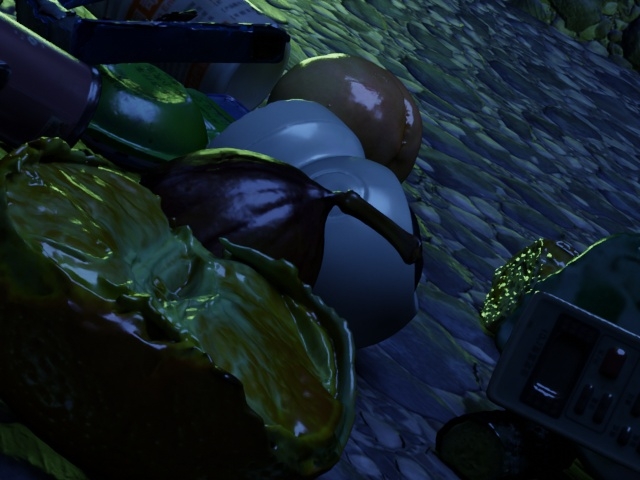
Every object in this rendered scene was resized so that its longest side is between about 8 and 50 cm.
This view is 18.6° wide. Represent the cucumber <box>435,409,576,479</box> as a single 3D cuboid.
[{"bbox_3d":[0.193,0.190,1.905,0.078,0.062,0.211,40,20,23],"label":"cucumber"}]

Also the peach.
[{"bbox_3d":[0.028,-0.126,2.265,0.184,0.184,0.184,29,19,-11],"label":"peach"}]

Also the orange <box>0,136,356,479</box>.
[{"bbox_3d":[-0.126,0.073,1.494,0.334,0.196,0.262,27,34,-4],"label":"orange"}]

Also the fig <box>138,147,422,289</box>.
[{"bbox_3d":[-0.059,-0.010,1.714,0.186,0.249,0.204,55,10,-9],"label":"fig"}]

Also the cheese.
[{"bbox_3d":[-0.171,-0.135,2.106,0.204,0.083,0.320,41,23,30],"label":"cheese"}]

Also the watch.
[{"bbox_3d":[-0.193,-0.265,2.109,0.274,0.068,0.276,-4,29,-13],"label":"watch"}]

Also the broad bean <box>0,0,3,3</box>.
[{"bbox_3d":[-0.442,-0.326,2.225,0.227,0.039,0.069,43,28,26],"label":"broad bean"}]

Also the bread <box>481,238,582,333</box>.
[{"bbox_3d":[0.327,0.104,2.232,0.267,0.130,0.152,29,10,-10],"label":"bread"}]

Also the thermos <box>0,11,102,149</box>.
[{"bbox_3d":[-0.365,-0.184,1.818,0.330,0.109,0.136,30,30,-32],"label":"thermos"}]

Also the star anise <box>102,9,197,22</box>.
[{"bbox_3d":[-0.215,-0.218,2.181,0.212,0.157,0.053,3,76,-58],"label":"star anise"}]

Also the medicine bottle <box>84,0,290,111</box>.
[{"bbox_3d":[-0.167,-0.262,2.342,0.252,0.144,0.144,39,20,23],"label":"medicine bottle"}]

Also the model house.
[{"bbox_3d":[0.359,0.155,2.023,0.267,0.194,0.325,53,11,23],"label":"model house"}]

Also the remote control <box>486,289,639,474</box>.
[{"bbox_3d":[0.302,0.156,1.824,0.285,0.123,0.038,27,-2,14],"label":"remote control"}]

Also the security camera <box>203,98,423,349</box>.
[{"bbox_3d":[0.000,0.000,1.888,0.194,0.194,0.236,11,30,-47],"label":"security camera"}]
